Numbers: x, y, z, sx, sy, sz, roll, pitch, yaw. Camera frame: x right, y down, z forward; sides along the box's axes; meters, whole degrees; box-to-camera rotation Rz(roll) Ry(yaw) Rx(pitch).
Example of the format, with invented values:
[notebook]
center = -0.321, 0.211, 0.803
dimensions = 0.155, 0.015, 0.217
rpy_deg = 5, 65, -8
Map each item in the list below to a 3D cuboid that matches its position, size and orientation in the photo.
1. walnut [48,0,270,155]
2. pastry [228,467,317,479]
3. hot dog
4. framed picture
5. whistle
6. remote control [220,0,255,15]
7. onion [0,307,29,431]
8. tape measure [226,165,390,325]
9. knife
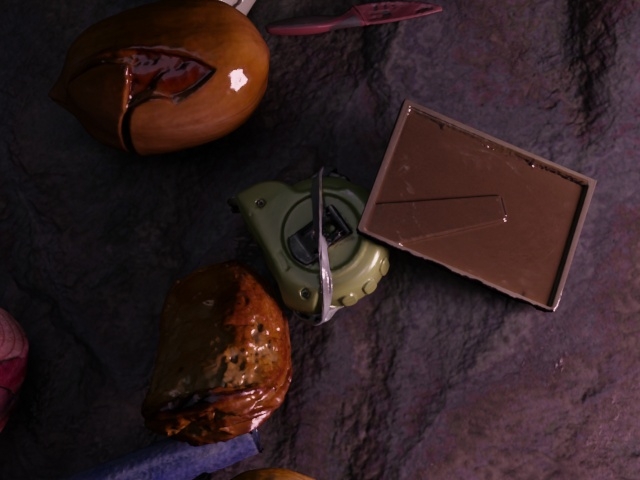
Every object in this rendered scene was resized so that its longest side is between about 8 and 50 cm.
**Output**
[walnut]
center = -0.211, -0.211, 1.620
dimensions = 0.298, 0.203, 0.203
rpy_deg = -10, 66, 9
[pastry]
center = -0.057, 0.404, 1.257
dimensions = 0.164, 0.356, 0.356
rpy_deg = -4, 66, 16
[hot dog]
center = -0.123, 0.141, 1.482
dimensions = 0.175, 0.114, 0.259
rpy_deg = -14, 36, 16
[framed picture]
center = 0.193, -0.042, 1.512
dimensions = 0.265, 0.018, 0.192
rpy_deg = 23, 69, -3
[whistle]
center = -0.220, 0.280, 1.477
dimensions = 0.304, 0.062, 0.062
rpy_deg = -21, 65, 1
[remote control]
center = -0.095, -0.394, 1.723
dimensions = 0.038, 0.098, 0.233
rpy_deg = 22, 72, 24
[onion]
center = -0.503, 0.176, 1.494
dimensions = 0.256, 0.272, 0.230
rpy_deg = 38, 104, 28
[tape measure]
center = 0.000, 0.000, 1.532
dimensions = 0.175, 0.106, 0.200
rpy_deg = -27, 67, 2
[knife]
center = 0.046, -0.310, 1.709
dimensions = 0.247, 0.018, 0.035
rpy_deg = -6, 63, 4
